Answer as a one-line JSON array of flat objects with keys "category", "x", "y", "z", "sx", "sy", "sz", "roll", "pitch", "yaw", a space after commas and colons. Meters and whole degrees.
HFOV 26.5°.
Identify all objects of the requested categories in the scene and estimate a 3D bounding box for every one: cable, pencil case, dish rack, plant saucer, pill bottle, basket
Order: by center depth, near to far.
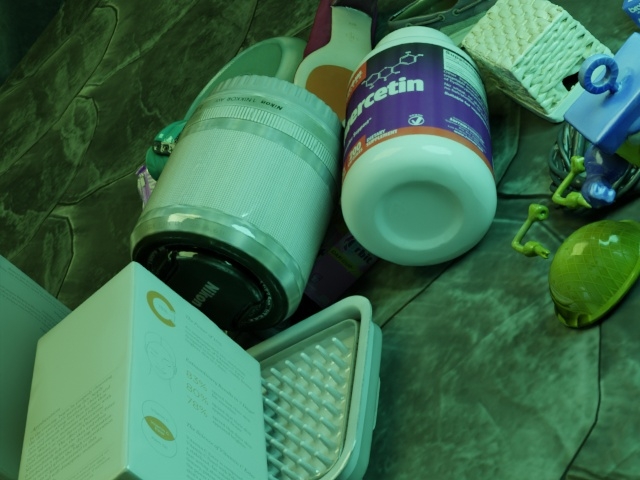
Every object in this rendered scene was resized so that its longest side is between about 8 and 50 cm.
[{"category": "cable", "x": 0.318, "y": -0.104, "z": 1.518, "sx": 0.151, "sy": 0.047, "sz": 0.184, "roll": -35, "pitch": 34, "yaw": 32}, {"category": "dish rack", "x": -0.057, "y": 0.232, "z": 1.581, "sx": 0.333, "sy": 0.072, "sz": 0.285, "roll": -30, "pitch": 31, "yaw": 31}, {"category": "pill bottle", "x": 0.119, "y": -0.130, "z": 1.680, "sx": 0.181, "sy": 0.181, "sz": 0.323, "roll": -33, "pitch": 30, "yaw": 26}, {"category": "basket", "x": 0.266, "y": -0.234, "z": 1.689, "sx": 0.113, "sy": 0.103, "sz": 0.167, "roll": -47, "pitch": 28, "yaw": 3}, {"category": "pencil case", "x": -0.256, "y": -0.055, "z": 2.227, "sx": 0.086, "sy": 0.088, "sz": 0.206, "roll": -42, "pitch": 28, "yaw": 10}, {"category": "plant saucer", "x": -0.143, "y": -0.241, "z": 2.359, "sx": 0.318, "sy": 0.044, "sz": 0.317, "roll": -36, "pitch": 29, "yaw": 24}]

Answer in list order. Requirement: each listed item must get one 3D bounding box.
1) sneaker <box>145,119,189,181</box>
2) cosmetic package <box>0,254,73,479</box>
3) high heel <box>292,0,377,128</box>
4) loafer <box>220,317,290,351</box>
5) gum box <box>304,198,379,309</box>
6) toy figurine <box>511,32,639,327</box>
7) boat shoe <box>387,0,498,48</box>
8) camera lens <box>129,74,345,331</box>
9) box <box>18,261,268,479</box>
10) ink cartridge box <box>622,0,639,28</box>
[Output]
[{"category": "sneaker", "x": -0.200, "y": -0.098, "z": 2.120, "sx": 0.179, "sy": 0.123, "sz": 0.295, "roll": -4, "pitch": 40, "yaw": 29}, {"category": "cosmetic package", "x": -0.535, "y": 0.221, "z": 2.134, "sx": 0.156, "sy": 0.217, "sz": 0.385, "roll": -32, "pitch": 29, "yaw": 28}, {"category": "high heel", "x": 0.021, "y": -0.255, "z": 2.119, "sx": 0.181, "sy": 0.127, "sz": 0.377, "roll": 121, "pitch": 170, "yaw": -61}, {"category": "loafer", "x": -0.110, "y": 0.046, "z": 1.870, "sx": 0.095, "sy": 0.109, "sz": 0.302, "roll": -41, "pitch": 31, "yaw": 22}, {"category": "gum box", "x": 0.000, "y": 0.000, "z": 1.810, "sx": 0.107, "sy": 0.062, "sz": 0.188, "roll": -45, "pitch": 28, "yaw": 6}, {"category": "toy figurine", "x": 0.285, "y": -0.112, "z": 1.331, "sx": 0.362, "sy": 0.217, "sz": 0.191, "roll": -48, "pitch": 45, "yaw": 12}, {"category": "boat shoe", "x": 0.219, "y": -0.352, "z": 1.923, "sx": 0.285, "sy": 0.092, "sz": 0.102, "roll": -32, "pitch": 31, "yaw": 28}, {"category": "camera lens", "x": -0.097, "y": -0.041, "z": 1.694, "sx": 0.219, "sy": 0.219, "sz": 0.274, "roll": -18, "pitch": 40, "yaw": 44}, {"category": "box", "x": -0.187, "y": 0.224, "z": 1.467, "sx": 0.168, "sy": 0.215, "sz": 0.345, "roll": -38, "pitch": 29, "yaw": 18}, {"category": "ink cartridge box", "x": 0.437, "y": -0.356, "z": 1.666, "sx": 0.097, "sy": 0.046, "sz": 0.207, "roll": -21, "pitch": 37, "yaw": 42}]
